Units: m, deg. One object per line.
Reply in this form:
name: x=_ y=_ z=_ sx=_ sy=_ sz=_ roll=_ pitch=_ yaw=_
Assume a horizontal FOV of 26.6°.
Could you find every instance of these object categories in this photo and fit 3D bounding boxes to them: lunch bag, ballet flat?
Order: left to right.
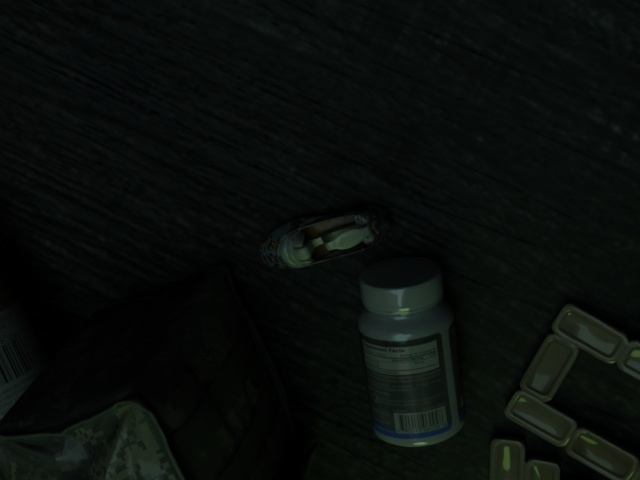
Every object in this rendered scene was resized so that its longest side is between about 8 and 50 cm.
lunch bag: x=-0.105 y=0.204 z=1.074 sx=0.169 sy=0.235 sz=0.287 roll=-17 pitch=108 yaw=20
ballet flat: x=0.000 y=0.000 z=1.079 sx=0.114 sy=0.041 sz=0.041 roll=-17 pitch=107 yaw=17

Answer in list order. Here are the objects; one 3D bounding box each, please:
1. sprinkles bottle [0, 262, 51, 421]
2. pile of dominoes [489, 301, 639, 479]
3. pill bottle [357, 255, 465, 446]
sprinkles bottle: x=-0.264 y=0.152 z=1.127 sx=0.121 sy=0.121 sz=0.355 roll=-21 pitch=99 yaw=18
pile of dominoes: x=0.269 y=0.182 z=1.113 sx=0.251 sy=0.040 sz=0.196 roll=30 pitch=115 yaw=7
pill bottle: x=0.071 y=0.087 z=1.078 sx=0.078 sy=0.078 sz=0.137 roll=-3 pitch=110 yaw=13
